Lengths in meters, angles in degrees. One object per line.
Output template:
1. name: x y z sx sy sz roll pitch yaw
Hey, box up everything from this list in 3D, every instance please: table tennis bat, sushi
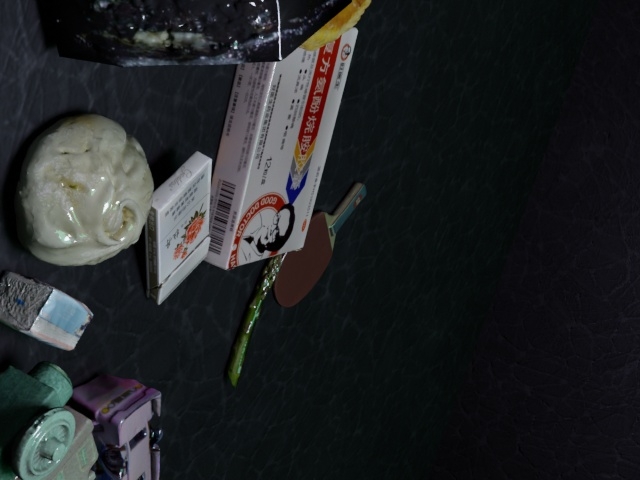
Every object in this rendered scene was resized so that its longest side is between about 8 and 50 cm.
1. table tennis bat: 0.000 0.000 1.661 0.274 0.021 0.154 -52 151 -27
2. sushi: -0.123 -0.292 0.936 0.215 0.227 0.212 -50 144 -44

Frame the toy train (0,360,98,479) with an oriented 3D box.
1. toy train: -0.368 0.275 1.013 0.304 0.150 0.221 -50 156 -36

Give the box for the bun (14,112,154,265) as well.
1. bun: -0.242 -0.049 1.040 0.183 0.102 0.183 -45 145 -44

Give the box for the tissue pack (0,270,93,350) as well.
1. tissue pack: -0.306 0.079 1.049 0.059 0.074 0.094 -65 158 -12

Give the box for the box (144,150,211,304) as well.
1. box: -0.182 -0.013 1.228 0.109 0.029 0.198 -49 161 -35

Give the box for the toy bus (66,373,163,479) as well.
1. toy bus: -0.270 0.303 1.256 0.090 0.112 0.274 -35 140 -49

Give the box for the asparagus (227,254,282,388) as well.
1. asparagus: -0.108 0.124 1.535 0.236 0.027 0.034 -70 160 4

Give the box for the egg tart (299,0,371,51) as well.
1. egg tart: -0.008 -0.402 1.191 0.319 0.128 0.319 -47 148 -41

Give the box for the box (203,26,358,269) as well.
1. box: -0.060 -0.144 1.375 0.214 0.069 0.353 -16 126 -60
